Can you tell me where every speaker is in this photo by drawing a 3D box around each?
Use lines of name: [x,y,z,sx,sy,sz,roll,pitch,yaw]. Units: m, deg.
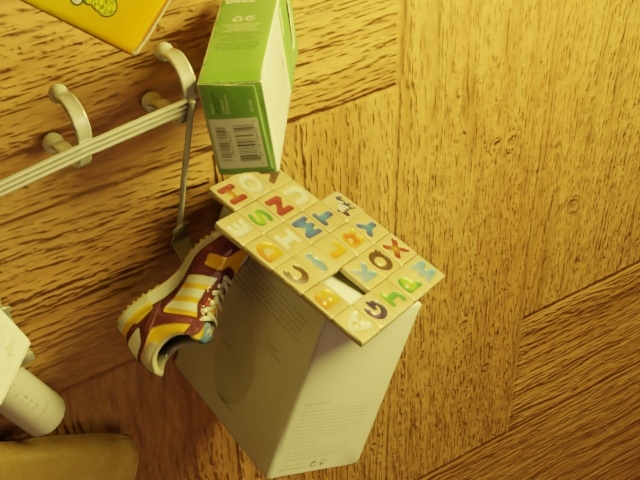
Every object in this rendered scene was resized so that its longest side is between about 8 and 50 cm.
speaker: [-0.332,0.159,1.295,0.055,0.055,0.136,-43,139,-4]

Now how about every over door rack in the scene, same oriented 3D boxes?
over door rack: [-0.239,-0.039,1.195,0.239,0.108,0.324,-27,149,-21]

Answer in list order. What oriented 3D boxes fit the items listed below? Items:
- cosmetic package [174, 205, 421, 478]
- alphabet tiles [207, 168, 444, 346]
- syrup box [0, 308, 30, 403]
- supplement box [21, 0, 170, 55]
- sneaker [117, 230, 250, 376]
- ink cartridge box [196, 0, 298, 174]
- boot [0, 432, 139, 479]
cosmetic package: [-0.032,0.106,1.374,0.138,0.224,0.224,-3,123,-38]
alphabet tiles: [0.000,0.000,1.293,0.198,0.237,0.009,-33,158,-54]
syrup box: [-0.379,0.060,1.106,0.237,0.093,0.096,60,36,-41]
supplement box: [-0.251,-0.306,0.819,0.356,0.194,0.195,22,106,-43]
sneaker: [-0.124,0.064,1.279,0.185,0.084,0.069,-42,152,6]
ink cartridge box: [-0.067,-0.172,1.198,0.062,0.209,0.109,-2,132,9]
boot: [-0.361,0.319,1.374,0.269,0.089,0.236,13,112,-46]
